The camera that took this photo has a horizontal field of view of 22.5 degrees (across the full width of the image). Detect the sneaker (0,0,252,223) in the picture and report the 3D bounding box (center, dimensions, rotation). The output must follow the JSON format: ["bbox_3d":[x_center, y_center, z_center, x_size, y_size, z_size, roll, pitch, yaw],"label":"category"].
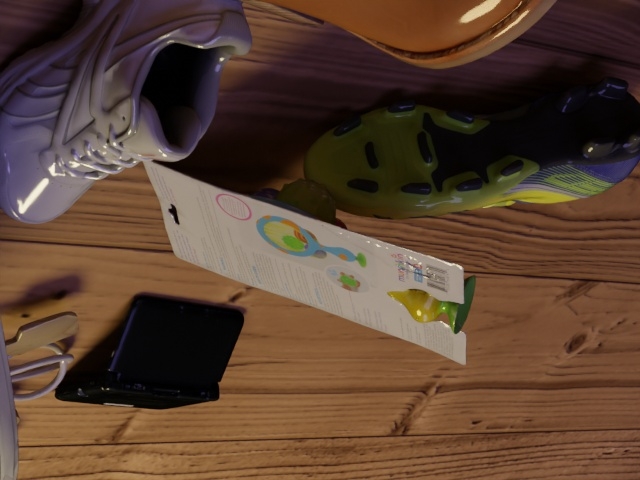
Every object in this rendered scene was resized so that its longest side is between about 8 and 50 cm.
[{"bbox_3d":[-0.125,-0.077,0.963,0.090,0.115,0.232,7,134,-43],"label":"sneaker"}]

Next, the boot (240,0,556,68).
[{"bbox_3d":[-0.030,-0.173,0.768,0.220,0.283,0.109,20,90,-37],"label":"boot"}]

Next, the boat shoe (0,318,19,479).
[{"bbox_3d":[-0.269,0.011,0.929,0.156,0.187,0.500,-13,141,-14],"label":"boat shoe"}]

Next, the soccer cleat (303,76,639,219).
[{"bbox_3d":[0.118,-0.051,1.216,0.289,0.093,0.121,-11,154,-24],"label":"soccer cleat"}]

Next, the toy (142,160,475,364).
[{"bbox_3d":[0.000,0.000,1.130,0.056,0.237,0.137,-59,159,-25],"label":"toy"}]

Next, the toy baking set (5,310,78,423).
[{"bbox_3d":[-0.295,0.127,1.218,0.197,0.030,0.256,0,139,-42],"label":"toy baking set"}]

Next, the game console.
[{"bbox_3d":[-0.138,0.094,1.302,0.107,0.071,0.122,-14,162,41],"label":"game console"}]
